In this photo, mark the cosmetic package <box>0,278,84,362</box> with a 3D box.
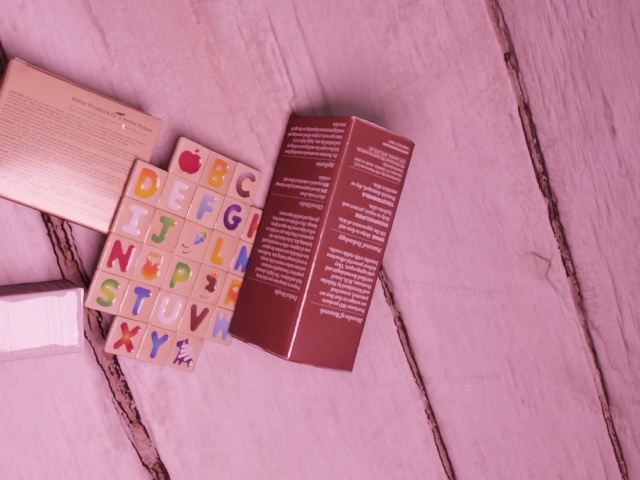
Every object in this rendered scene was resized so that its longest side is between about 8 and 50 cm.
[{"bbox_3d":[-0.467,0.118,1.360,0.238,0.127,0.107,-2,96,-25],"label":"cosmetic package"}]

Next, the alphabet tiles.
[{"bbox_3d":[-0.208,0.027,1.479,0.285,0.011,0.342,23,85,-42],"label":"alphabet tiles"}]

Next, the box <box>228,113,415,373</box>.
[{"bbox_3d":[0.000,0.000,1.512,0.143,0.191,0.381,19,87,-34],"label":"box"}]

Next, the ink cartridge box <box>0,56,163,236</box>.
[{"bbox_3d":[-0.377,-0.131,1.399,0.235,0.088,0.193,22,85,-24],"label":"ink cartridge box"}]
